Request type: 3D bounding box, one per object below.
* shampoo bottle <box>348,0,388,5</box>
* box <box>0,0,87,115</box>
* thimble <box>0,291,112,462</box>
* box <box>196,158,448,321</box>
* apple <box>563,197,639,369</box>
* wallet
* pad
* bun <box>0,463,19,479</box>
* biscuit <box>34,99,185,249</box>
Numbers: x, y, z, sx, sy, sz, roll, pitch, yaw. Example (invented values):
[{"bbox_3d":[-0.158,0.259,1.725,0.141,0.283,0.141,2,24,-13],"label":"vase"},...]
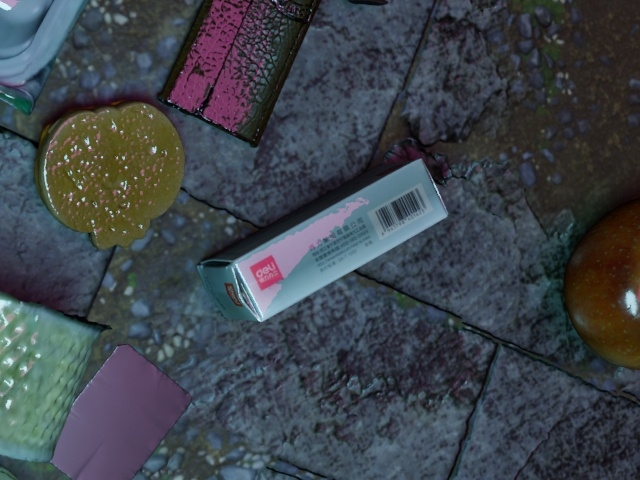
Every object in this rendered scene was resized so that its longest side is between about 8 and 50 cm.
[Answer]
[{"bbox_3d":[0.055,-0.396,1.722,0.068,0.067,0.236,4,91,-13],"label":"shampoo bottle"},{"bbox_3d":[-0.329,-0.338,1.506,0.264,0.106,0.336,31,69,-21],"label":"box"},{"bbox_3d":[-0.358,0.109,1.453,0.271,0.271,0.150,22,84,-22],"label":"thimble"},{"bbox_3d":[0.000,0.000,1.674,0.269,0.135,0.079,-29,99,-20],"label":"box"},{"bbox_3d":[0.410,0.051,1.830,0.235,0.173,0.210,-15,93,-31],"label":"apple"},{"bbox_3d":[-0.079,-0.242,1.683,0.133,0.039,0.243,27,81,-22],"label":"wallet"},{"bbox_3d":[-0.230,0.207,1.651,0.112,0.003,0.157,42,76,-19],"label":"pad"},{"bbox_3d":[-0.390,0.317,1.532,0.221,0.108,0.221,-3,100,-18],"label":"bun"},{"bbox_3d":[-0.233,-0.072,1.619,0.170,0.050,0.170,-5,101,-26],"label":"biscuit"}]
